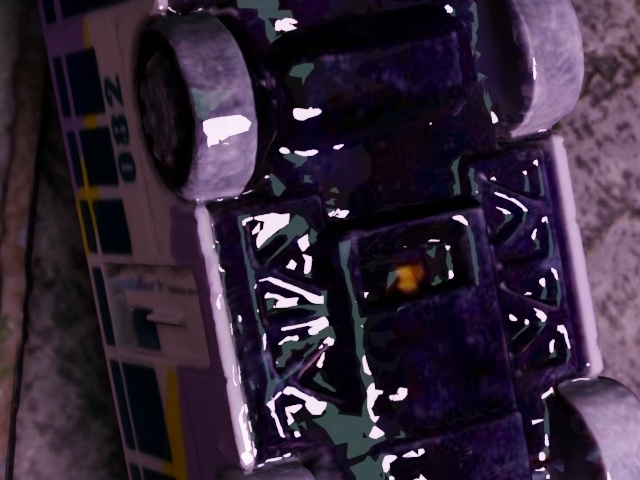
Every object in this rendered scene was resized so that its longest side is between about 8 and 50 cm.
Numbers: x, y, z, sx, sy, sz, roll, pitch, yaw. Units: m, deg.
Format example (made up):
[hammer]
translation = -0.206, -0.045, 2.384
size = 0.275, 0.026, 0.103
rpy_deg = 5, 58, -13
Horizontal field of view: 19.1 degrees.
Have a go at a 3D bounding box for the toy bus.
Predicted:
[toy bus]
translation = 0.000, 0.000, 0.950
size = 0.209, 0.249, 0.439
rpy_deg = -13, 96, -23
